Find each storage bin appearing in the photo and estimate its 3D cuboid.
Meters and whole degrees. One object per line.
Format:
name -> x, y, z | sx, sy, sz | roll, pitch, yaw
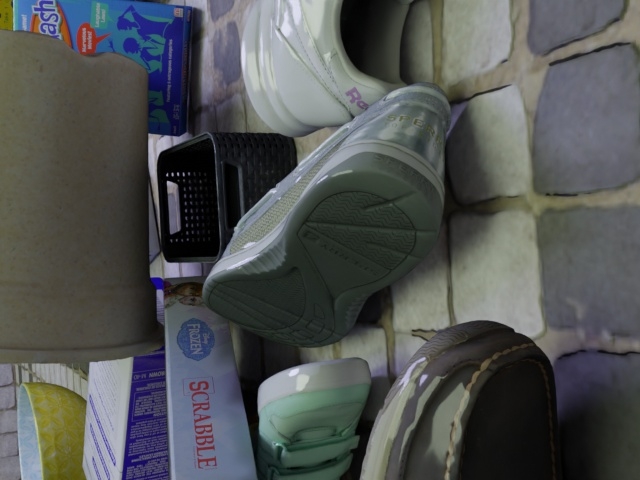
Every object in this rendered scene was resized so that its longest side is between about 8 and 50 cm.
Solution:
storage bin -> -0.099, -0.040, 0.777 | 0.180, 0.084, 0.122 | -3, 91, 62

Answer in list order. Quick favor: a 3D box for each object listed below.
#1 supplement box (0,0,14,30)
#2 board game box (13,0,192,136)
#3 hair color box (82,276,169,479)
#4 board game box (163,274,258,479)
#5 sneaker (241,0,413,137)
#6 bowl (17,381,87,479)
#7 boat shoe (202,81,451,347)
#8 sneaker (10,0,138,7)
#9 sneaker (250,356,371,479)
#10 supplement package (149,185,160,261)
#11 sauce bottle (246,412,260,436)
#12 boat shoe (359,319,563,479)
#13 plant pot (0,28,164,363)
supplement box -> -0.498, -0.405, 1.174 | 0.194, 0.356, 0.195 | 53, 137, 44
board game box -> -0.271, -0.220, 0.944 | 0.047, 0.210, 0.160 | -79, -6, -73
hair color box -> -0.257, 0.244, 1.072 | 0.185, 0.110, 0.339 | 44, 129, 49
board game box -> -0.114, 0.247, 0.738 | 0.318, 0.066, 0.318 | -116, 27, -62
sneaker -> 0.015, -0.233, 0.553 | 0.152, 0.114, 0.305 | 3, 100, 47
bowl -> -0.456, 0.395, 1.395 | 0.289, 0.156, 0.289 | 10, 101, 61
boat shoe -> -0.002, -0.002, 0.595 | 0.320, 0.118, 0.103 | -47, 16, 56
sneaker -> -0.345, -0.337, 1.050 | 0.315, 0.182, 0.127 | 105, 144, -51
sneaker -> -0.002, 0.200, 0.613 | 0.256, 0.094, 0.151 | 111, 150, -53
supplement package -> -0.318, -0.047, 1.147 | 0.105, 0.105, 0.179 | -36, 62, 56
sauce bottle -> -0.052, 0.239, 0.764 | 0.042, 0.042, 0.128 | -61, 41, 44
boat shoe -> 0.109, 0.217, 0.410 | 0.130, 0.132, 0.355 | 15, 116, 50
plant pot -> -0.315, -0.057, 0.821 | 0.334, 0.334, 0.305 | 15, 97, 60
